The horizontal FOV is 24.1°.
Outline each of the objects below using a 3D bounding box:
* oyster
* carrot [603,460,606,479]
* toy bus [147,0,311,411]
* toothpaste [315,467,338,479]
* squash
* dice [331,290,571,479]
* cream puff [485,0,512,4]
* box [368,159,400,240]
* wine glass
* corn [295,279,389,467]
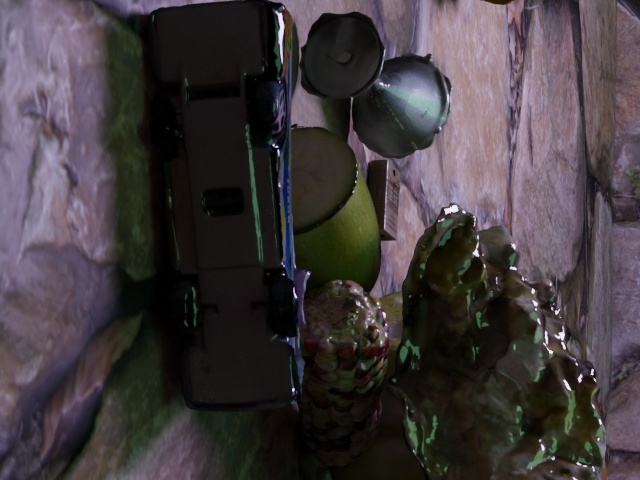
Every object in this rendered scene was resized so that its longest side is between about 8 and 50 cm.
[{"bbox_3d":[0.176,0.143,1.349,0.238,0.115,0.351,16,53,-34],"label":"oyster"},{"bbox_3d":[0.270,0.347,2.047,0.254,0.196,0.196,-29,117,-61],"label":"carrot"},{"bbox_3d":[-0.066,-0.029,1.192,0.138,0.112,0.316,-35,123,-80],"label":"toy bus"},{"bbox_3d":[0.020,0.321,1.516,0.060,0.038,0.233,-50,138,-47],"label":"toothpaste"},{"bbox_3d":[0.000,0.000,1.354,0.186,0.123,0.123,66,29,-47],"label":"squash"},{"bbox_3d":[0.145,0.186,1.594,0.233,0.227,0.238,-42,127,-65],"label":"dice"},{"bbox_3d":[0.282,-0.449,1.982,0.323,0.270,0.274,-2,96,-70],"label":"cream puff"},{"bbox_3d":[0.072,-0.045,1.707,0.053,0.024,0.083,35,58,-67],"label":"box"},{"bbox_3d":[0.051,-0.162,1.538,0.183,0.122,0.122,25,65,-62],"label":"wine glass"},{"bbox_3d":[0.018,0.133,1.376,0.280,0.092,0.092,87,13,-56],"label":"corn"}]
